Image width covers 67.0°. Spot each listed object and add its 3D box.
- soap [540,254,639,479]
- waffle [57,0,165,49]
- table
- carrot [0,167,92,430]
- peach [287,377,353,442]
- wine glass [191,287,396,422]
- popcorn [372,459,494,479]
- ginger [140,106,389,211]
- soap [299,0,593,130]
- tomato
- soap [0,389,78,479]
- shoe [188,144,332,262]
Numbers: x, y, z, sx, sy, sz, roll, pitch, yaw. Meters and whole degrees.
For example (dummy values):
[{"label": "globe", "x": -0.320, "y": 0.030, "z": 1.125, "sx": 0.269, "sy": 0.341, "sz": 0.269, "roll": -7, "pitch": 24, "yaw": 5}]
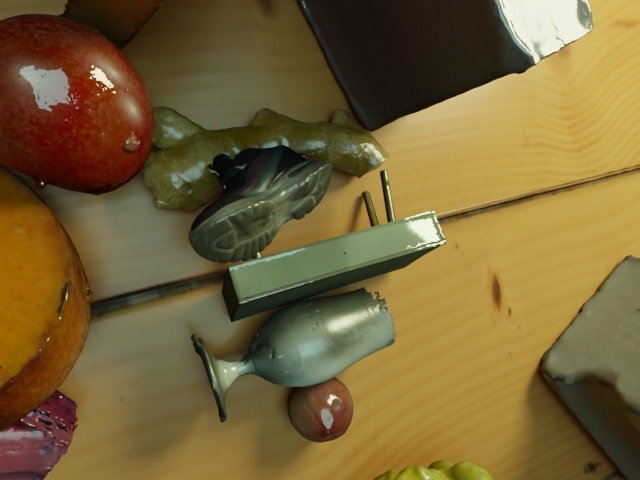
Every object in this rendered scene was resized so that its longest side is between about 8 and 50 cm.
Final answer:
[{"label": "soap", "x": 0.606, "y": 0.243, "z": 0.741, "sx": 0.435, "sy": 0.213, "sz": 0.350, "roll": 46, "pitch": 80, "yaw": -16}, {"label": "waffle", "x": -0.109, "y": -0.315, "z": 0.401, "sx": 0.078, "sy": 0.348, "sz": 0.303, "roll": 30, "pitch": 80, "yaw": -33}, {"label": "table", "x": 0.000, "y": 0.000, "z": 0.565, "sx": 0.240, "sy": 0.121, "sz": 0.110, "roll": -15, "pitch": 77, "yaw": -19}, {"label": "carrot", "x": -0.344, "y": 0.024, "z": 0.395, "sx": 0.307, "sy": 0.100, "sz": 0.258, "roll": 46, "pitch": 50, "yaw": 7}, {"label": "peach", "x": 0.002, "y": 0.205, "z": 0.592, "sx": 0.083, "sy": 0.083, "sz": 0.082, "roll": -1, "pitch": 92, "yaw": -20}, {"label": "wine glass", "x": -0.028, "y": 0.123, "z": 0.567, "sx": 0.222, "sy": 0.103, "sz": 0.103, "roll": -16, "pitch": 97, "yaw": -19}, {"label": "popcorn", "x": 0.144, "y": 0.394, "z": 0.597, "sx": 0.255, "sy": 0.195, "sz": 0.256, "roll": -37, "pitch": 103, "yaw": -5}, {"label": "ginger", "x": -0.058, "y": -0.098, "z": 0.566, "sx": 0.299, "sy": 0.065, "sz": 0.117, "roll": -6, "pitch": 90, "yaw": -22}, {"label": "soap", "x": 0.080, "y": -0.273, "z": 0.489, "sx": 0.107, "sy": 0.296, "sz": 0.285, "roll": -30, "pitch": 103, "yaw": -17}, {"label": "tomato", "x": -0.240, "y": -0.125, "z": 0.441, "sx": 0.168, "sy": 0.167, "sz": 0.167, "roll": -1, "pitch": 92, "yaw": -20}, {"label": "soap", "x": -0.364, "y": 0.185, "z": 0.444, "sx": 0.250, "sy": 0.099, "sz": 0.162, "roll": 8, "pitch": 89, "yaw": -20}, {"label": "shoe", "x": -0.073, "y": -0.051, "z": 0.483, "sx": 0.099, "sy": 0.071, "sz": 0.169, "roll": 40, "pitch": 55, "yaw": 21}]
